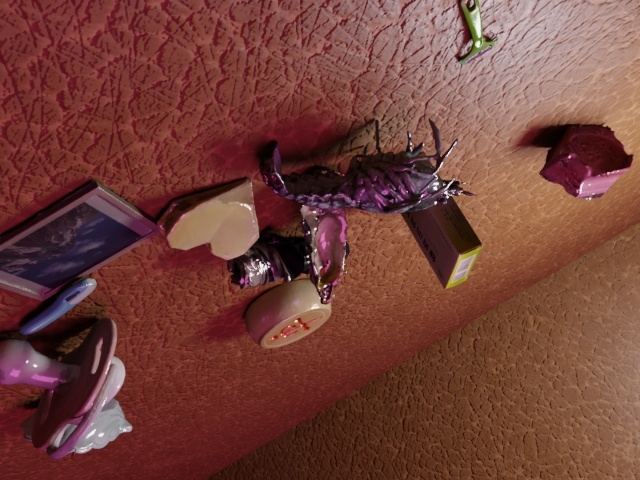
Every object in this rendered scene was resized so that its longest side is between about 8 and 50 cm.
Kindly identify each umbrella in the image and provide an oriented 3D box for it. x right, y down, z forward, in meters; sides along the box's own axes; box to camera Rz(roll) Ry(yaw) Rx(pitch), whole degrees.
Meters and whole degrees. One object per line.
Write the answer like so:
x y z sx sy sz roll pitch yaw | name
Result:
-0.054 0.035 1.331 0.358 0.113 0.106 -7 176 -45 | umbrella

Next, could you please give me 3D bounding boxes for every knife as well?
-0.517 0.128 1.134 0.222 0.031 0.064 -33 169 24 | knife
0.264 -0.359 0.980 0.078 0.022 0.166 -35 155 6 | knife

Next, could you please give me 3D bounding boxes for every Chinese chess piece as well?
-0.089 0.210 1.637 0.251 0.097 0.251 -23 155 -11 | Chinese chess piece

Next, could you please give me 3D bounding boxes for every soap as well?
0.682 -0.204 1.497 0.289 0.182 0.112 -10 146 -34 | soap

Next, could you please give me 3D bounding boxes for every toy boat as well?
-0.641 0.477 1.551 0.290 0.199 0.100 18 97 -57 | toy boat

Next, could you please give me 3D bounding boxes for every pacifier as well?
-0.547 0.296 1.230 0.332 0.273 0.220 -41 180 25 | pacifier

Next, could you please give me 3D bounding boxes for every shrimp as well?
0.096 -0.120 1.071 0.411 0.221 0.166 -9 129 -7 | shrimp

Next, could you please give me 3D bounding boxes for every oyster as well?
0.002 -0.002 1.240 0.129 0.079 0.345 -34 136 -36 | oyster

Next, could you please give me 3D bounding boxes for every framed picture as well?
-0.441 0.010 1.002 0.281 0.019 0.209 -30 155 6 | framed picture

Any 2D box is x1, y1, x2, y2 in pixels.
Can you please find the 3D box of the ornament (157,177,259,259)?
-0.189 -0.049 1.097 0.180 0.059 0.201 -49 147 17 | ornament

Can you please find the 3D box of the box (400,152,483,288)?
0.255 -0.042 1.292 0.062 0.260 0.175 -22 154 -10 | box
